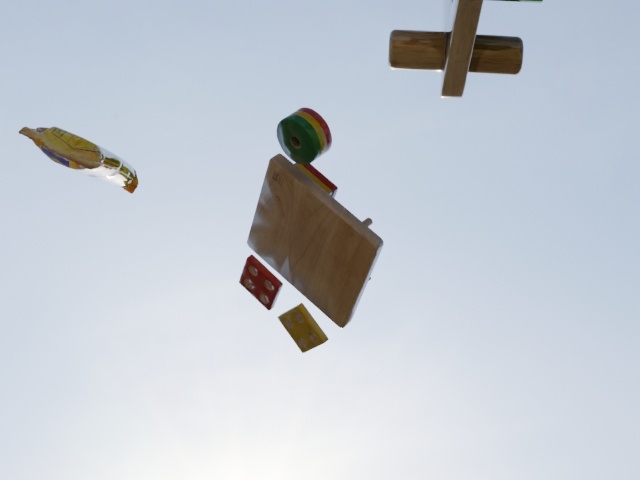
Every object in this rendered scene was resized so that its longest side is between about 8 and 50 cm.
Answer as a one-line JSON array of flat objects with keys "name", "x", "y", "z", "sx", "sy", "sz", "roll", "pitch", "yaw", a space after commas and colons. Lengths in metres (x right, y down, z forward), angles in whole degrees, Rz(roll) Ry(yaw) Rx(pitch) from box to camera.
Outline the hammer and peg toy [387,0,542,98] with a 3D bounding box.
[{"name": "hammer and peg toy", "x": 0.132, "y": -0.319, "z": 0.959, "sx": 0.127, "sy": 0.266, "sz": 0.361, "roll": 3, "pitch": -24, "yaw": 2}]

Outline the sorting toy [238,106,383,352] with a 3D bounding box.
[{"name": "sorting toy", "x": 0.000, "y": 0.000, "z": 1.088, "sx": 0.132, "sy": 0.046, "sz": 0.274, "roll": 41, "pitch": -37, "yaw": 17}]

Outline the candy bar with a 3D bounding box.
[{"name": "candy bar", "x": -0.122, "y": -0.043, "z": 0.608, "sx": 0.040, "sy": 0.018, "sz": 0.161, "roll": 24, "pitch": -2, "yaw": -1}]
